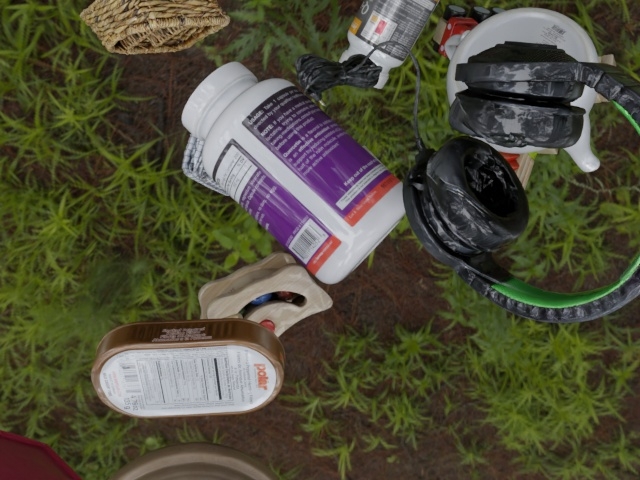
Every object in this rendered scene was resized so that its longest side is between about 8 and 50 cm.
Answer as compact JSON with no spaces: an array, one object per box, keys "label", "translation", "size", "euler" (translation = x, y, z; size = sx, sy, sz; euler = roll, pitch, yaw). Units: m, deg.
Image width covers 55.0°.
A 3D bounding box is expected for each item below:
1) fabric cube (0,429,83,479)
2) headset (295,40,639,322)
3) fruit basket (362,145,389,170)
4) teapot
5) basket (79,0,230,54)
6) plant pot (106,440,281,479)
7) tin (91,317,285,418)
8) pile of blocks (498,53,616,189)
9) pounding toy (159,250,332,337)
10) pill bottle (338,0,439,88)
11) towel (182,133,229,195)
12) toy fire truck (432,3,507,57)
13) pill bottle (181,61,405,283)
[{"label":"fabric cube","translation":[-0.483,0.421,0.832],"size":[0.254,0.258,0.259],"euler":[23,163,37]},{"label":"headset","translation":[0.150,-0.086,0.605],"size":[0.394,0.185,0.243],"euler":[45,129,31]},{"label":"fruit basket","translation":[0.035,-0.160,1.865],"size":[0.327,0.353,0.165],"euler":[-31,119,3]},{"label":"teapot","translation":[0.335,-0.250,1.041],"size":[0.253,0.255,0.187],"euler":[-1,164,18]},{"label":"basket","translation":[-0.399,-0.511,1.441],"size":[0.299,0.213,0.223],"euler":[3,138,52]},{"label":"plant pot","translation":[-0.125,0.328,0.592],"size":[0.238,0.110,0.237],"euler":[0,92,-11]},{"label":"tin","translation":[-0.130,0.130,0.612],"size":[0.190,0.040,0.106],"euler":[-2,126,-3]},{"label":"pile of blocks","translation":[0.446,-0.254,1.262],"size":[0.362,0.149,0.113],"euler":[-49,146,12]},{"label":"pounding toy","translation":[-0.104,0.140,0.943],"size":[0.270,0.155,0.154],"euler":[-25,115,-13]},{"label":"pill bottle","translation":[0.165,-0.528,1.510],"size":[0.162,0.162,0.278],"euler":[28,113,-7]},{"label":"towel","translation":[-0.210,-0.256,1.574],"size":[0.121,0.235,0.283],"euler":[21,89,23]},{"label":"toy fire truck","translation":[0.429,-0.476,1.575],"size":[0.217,0.246,0.158],"euler":[-6,134,-24]},{"label":"pill bottle","translation":[-0.039,-0.102,0.879],"size":[0.323,0.181,0.181],"euler":[44,122,5]}]
